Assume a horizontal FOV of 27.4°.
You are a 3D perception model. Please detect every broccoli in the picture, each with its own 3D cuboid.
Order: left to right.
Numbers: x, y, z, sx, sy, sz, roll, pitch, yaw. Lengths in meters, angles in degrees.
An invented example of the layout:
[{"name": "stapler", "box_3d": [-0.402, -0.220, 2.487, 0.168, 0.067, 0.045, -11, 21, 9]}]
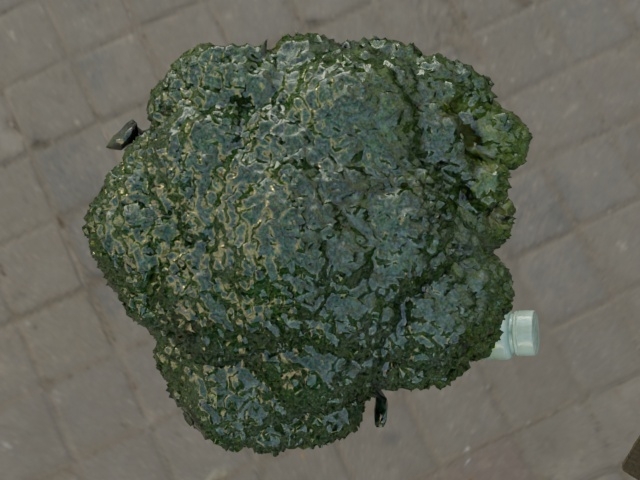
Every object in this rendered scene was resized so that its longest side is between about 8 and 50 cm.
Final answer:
[{"name": "broccoli", "box_3d": [0.000, 0.000, 0.964, 0.321, 0.283, 0.303, -4, 97, 16]}]

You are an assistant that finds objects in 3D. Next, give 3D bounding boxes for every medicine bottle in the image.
[{"name": "medicine bottle", "box_3d": [0.150, 0.083, 1.168, 0.083, 0.047, 0.047, -4, 75, 19]}]

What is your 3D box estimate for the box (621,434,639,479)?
[{"name": "box", "box_3d": [0.556, 0.268, 1.685, 0.273, 0.184, 0.143, 27, 50, 13]}]
